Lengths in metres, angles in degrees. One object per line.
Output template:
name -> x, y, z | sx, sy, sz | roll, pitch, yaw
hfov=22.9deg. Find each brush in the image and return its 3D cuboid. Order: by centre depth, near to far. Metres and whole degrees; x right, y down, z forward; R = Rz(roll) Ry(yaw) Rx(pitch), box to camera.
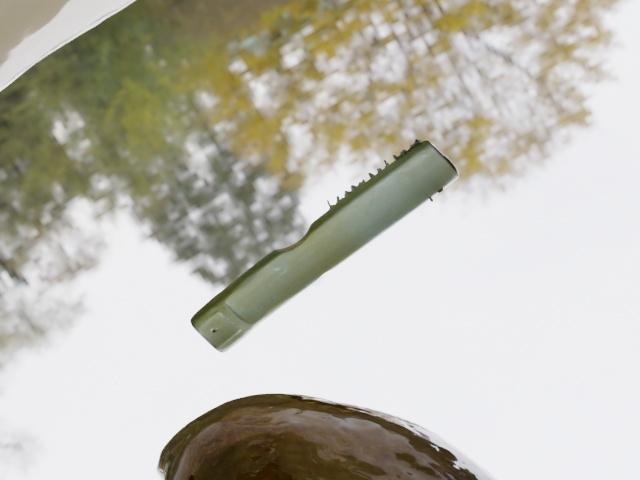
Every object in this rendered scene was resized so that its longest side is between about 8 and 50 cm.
brush -> 0.000, 0.000, 0.922 | 0.178, 0.033, 0.030 | -37, -151, 8

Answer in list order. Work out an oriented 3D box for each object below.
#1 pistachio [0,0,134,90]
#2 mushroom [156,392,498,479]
pistachio -> -0.145, -0.221, 0.478 | 0.445, 0.365, 0.281 | -59, -148, 3
mushroom -> 0.016, 0.182, 0.626 | 0.283, 0.263, 0.195 | 28, -118, 37
